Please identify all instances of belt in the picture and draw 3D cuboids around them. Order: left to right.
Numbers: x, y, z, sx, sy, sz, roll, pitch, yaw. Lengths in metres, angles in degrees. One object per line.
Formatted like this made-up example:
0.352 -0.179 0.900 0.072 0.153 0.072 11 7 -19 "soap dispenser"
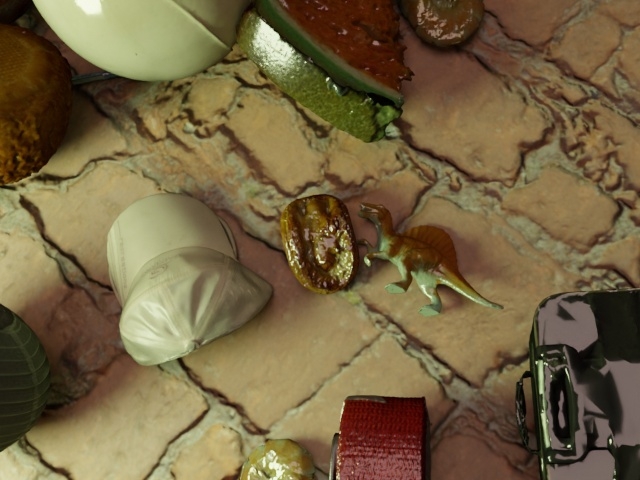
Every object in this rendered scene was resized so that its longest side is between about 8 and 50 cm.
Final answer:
0.067 0.282 0.939 0.124 0.128 0.200 0 71 10 "belt"

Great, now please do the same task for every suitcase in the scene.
0.435 0.179 0.867 0.434 0.194 0.283 -4 70 10 "suitcase"

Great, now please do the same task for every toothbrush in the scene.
-0.343 -0.269 1.281 0.220 0.016 0.019 -9 67 8 "toothbrush"

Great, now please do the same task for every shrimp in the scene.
-0.067 0.335 0.993 0.099 0.041 0.180 12 74 16 "shrimp"
0.170 -0.381 1.205 0.115 0.051 0.217 -22 67 -4 "shrimp"

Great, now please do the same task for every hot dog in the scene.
-0.001 0.001 1.090 0.099 0.065 0.147 -11 66 -1 "hot dog"

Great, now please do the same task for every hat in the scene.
-0.202 0.039 1.079 0.220 0.164 0.226 -26 89 0 "hat"

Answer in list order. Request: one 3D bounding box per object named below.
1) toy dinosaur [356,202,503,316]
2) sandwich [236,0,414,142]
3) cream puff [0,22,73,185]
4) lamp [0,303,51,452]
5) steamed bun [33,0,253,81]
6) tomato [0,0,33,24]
0.141 0.027 1.068 0.212 0.057 0.142 14 54 4 "toy dinosaur"
0.020 -0.298 1.155 0.250 0.162 0.301 31 58 -12 "sandwich"
-0.522 -0.188 1.175 0.303 0.212 0.303 9 46 -10 "cream puff"
-0.490 0.177 1.029 0.233 0.265 0.233 -32 47 41 "lamp"
-0.253 -0.386 1.126 0.334 0.334 0.374 -41 31 -5 "steamed bun"
-0.597 -0.471 1.259 0.317 0.282 0.316 -1 59 2 "tomato"
